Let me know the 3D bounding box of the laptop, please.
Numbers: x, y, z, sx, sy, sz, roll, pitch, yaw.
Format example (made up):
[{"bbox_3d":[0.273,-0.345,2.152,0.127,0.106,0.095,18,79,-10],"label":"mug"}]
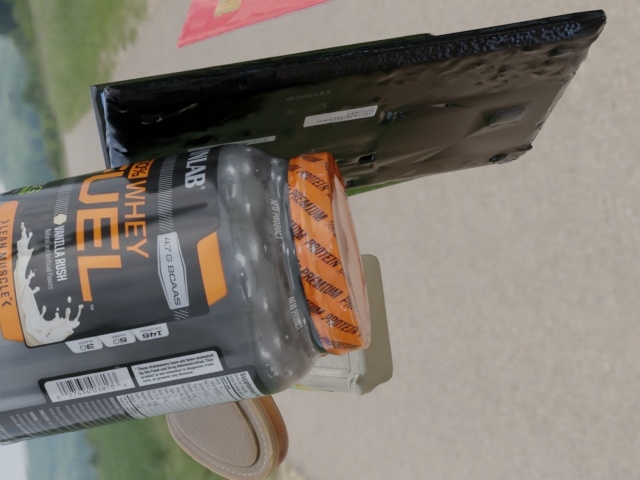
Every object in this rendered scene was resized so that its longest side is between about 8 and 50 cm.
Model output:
[{"bbox_3d":[-0.007,-0.096,0.760,0.264,0.234,0.137,106,152,-70],"label":"laptop"}]

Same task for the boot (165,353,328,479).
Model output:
[{"bbox_3d":[-0.049,0.106,1.265,0.283,0.220,0.109,35,119,46],"label":"boot"}]

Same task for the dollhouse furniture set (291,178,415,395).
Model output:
[{"bbox_3d":[0.000,0.000,1.476,0.197,0.151,0.302,1,104,38],"label":"dollhouse furniture set"}]

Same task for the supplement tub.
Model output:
[{"bbox_3d":[-0.078,0.022,0.642,0.117,0.190,0.117,-12,-90,-83],"label":"supplement tub"}]

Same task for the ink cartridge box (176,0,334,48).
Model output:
[{"bbox_3d":[0.000,-0.322,1.327,0.066,0.296,0.261,56,-146,-36],"label":"ink cartridge box"}]
